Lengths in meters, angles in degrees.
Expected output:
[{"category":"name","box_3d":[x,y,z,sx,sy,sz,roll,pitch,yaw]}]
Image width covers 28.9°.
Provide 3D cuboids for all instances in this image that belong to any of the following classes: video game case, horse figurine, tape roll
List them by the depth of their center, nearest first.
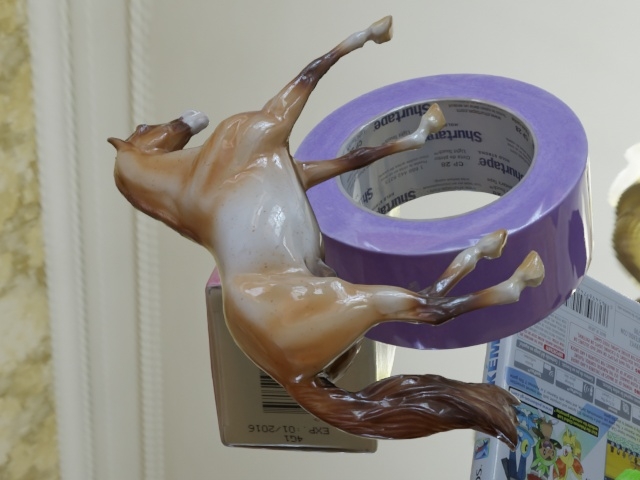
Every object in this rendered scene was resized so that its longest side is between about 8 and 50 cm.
[{"category":"horse figurine","box_3d":[0.000,0.000,0.621,0.066,0.174,0.263,66,-2,-59]},{"category":"tape roll","box_3d":[0.078,-0.023,0.796,0.189,0.189,0.080,16,-44,32]},{"category":"video game case","box_3d":[0.281,0.195,1.185,0.329,0.300,0.036,27,-30,-28]}]

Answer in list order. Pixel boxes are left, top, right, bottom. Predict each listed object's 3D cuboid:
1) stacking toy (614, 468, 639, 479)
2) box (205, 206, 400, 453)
[{"category":"stacking toy","box_3d":[0.341,0.133,0.955,0.221,0.167,0.052,-25,-85,56]},{"category":"box","box_3d":[-0.005,0.049,1.022,0.127,0.232,0.148,0,-65,9]}]
